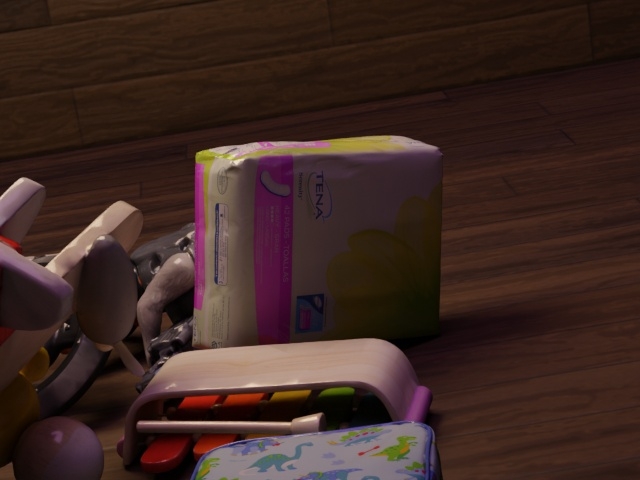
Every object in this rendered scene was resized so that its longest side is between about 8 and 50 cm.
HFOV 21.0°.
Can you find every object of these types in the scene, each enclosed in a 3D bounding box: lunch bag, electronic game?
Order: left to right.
[{"bbox_3d":[-0.326,0.115,1.928,0.229,0.048,0.229,-16,51,20],"label":"electronic game"},{"bbox_3d":[-0.002,0.224,1.485,0.219,0.090,0.176,-7,17,6],"label":"lunch bag"}]

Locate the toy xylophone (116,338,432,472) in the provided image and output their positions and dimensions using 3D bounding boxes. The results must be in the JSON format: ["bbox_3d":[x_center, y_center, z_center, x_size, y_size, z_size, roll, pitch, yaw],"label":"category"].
[{"bbox_3d":[-0.059,0.171,1.719,0.322,0.081,0.236,-3,17,21],"label":"toy xylophone"}]

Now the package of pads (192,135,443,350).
[{"bbox_3d":[0.000,0.000,1.920,0.296,0.229,0.101,-4,9,-36],"label":"package of pads"}]

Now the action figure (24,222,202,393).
[{"bbox_3d":[-0.210,0.068,2.012,0.330,0.179,0.341,-16,12,10],"label":"action figure"}]

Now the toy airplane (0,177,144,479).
[{"bbox_3d":[-0.302,0.131,1.608,0.386,0.272,0.384,-48,3,3],"label":"toy airplane"}]
